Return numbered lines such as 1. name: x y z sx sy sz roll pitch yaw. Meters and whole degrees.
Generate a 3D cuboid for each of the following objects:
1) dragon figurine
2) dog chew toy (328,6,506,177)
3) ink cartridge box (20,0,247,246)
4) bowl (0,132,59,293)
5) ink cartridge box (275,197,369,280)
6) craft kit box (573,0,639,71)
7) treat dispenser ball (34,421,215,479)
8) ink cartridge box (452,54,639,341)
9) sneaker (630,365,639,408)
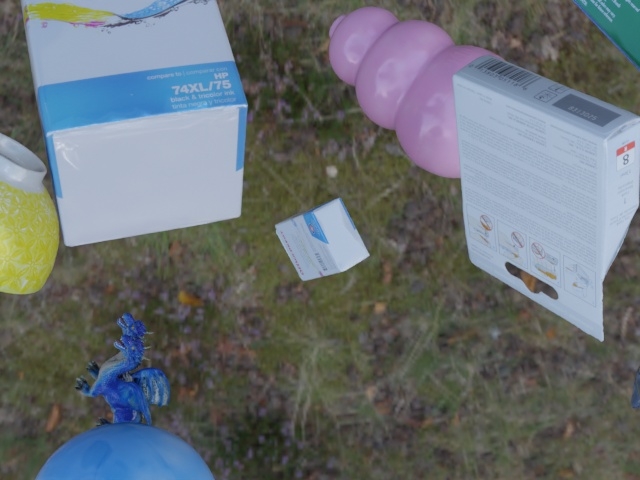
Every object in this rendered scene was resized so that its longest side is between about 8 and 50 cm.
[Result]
1. dragon figurine: -0.303 0.259 1.802 0.144 0.085 0.289 -10 114 22
2. dog chew toy: 0.151 -0.245 1.699 0.332 0.206 0.206 39 125 17
3. ink cartridge box: -0.205 -0.171 1.176 0.197 0.270 0.198 -10 149 -13
4. bowl: -0.488 -0.068 1.600 0.289 0.289 0.156 31 101 -25
5. ink cartridge box: 0.000 0.000 1.464 0.052 0.122 0.088 -29 96 -27
6. craft kit box: 0.337 -0.143 0.904 0.250 0.247 0.061 51 120 14
7. treat dispenser ball: -0.286 0.410 1.604 0.288 0.288 0.288 -2 128 -3
8. ink cartridge box: 0.166 -0.032 0.803 0.045 0.145 0.179 -33 132 -23
9. sneaker: 0.558 0.233 1.472 0.300 0.111 0.121 30 125 13
